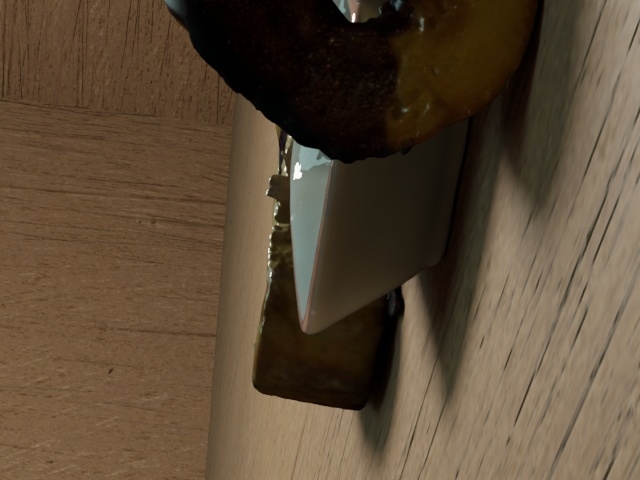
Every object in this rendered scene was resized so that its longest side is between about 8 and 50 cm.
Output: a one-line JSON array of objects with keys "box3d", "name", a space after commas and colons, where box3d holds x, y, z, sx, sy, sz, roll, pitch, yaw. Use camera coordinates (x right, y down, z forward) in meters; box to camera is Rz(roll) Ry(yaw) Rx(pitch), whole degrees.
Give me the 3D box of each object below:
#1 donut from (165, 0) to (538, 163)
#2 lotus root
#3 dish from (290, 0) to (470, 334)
[{"box3d": [0.013, -0.100, 0.579, 0.059, 0.140, 0.140, -39, -44, -79], "name": "donut"}, {"box3d": [0.000, 0.000, 0.918, 0.260, 0.074, 0.170, -90, 6, -54], "name": "lotus root"}, {"box3d": [0.027, -0.065, 0.744, 0.234, 0.064, 0.154, -98, 16, -65], "name": "dish"}]
